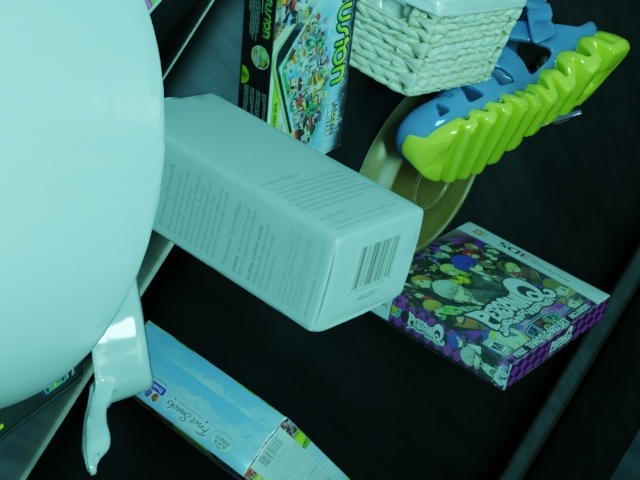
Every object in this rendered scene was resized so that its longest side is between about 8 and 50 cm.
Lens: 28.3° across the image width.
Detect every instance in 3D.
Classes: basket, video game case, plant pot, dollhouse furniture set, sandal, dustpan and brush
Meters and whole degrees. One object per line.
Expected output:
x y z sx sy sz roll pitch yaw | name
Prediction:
0.099 -0.207 1.186 0.167 0.113 0.103 -17 134 -51 | basket
0.191 0.069 1.476 0.232 0.210 0.042 -25 135 -46 | video game case
0.118 -0.073 1.417 0.236 0.032 0.236 -39 145 -34 | plant pot
0.269 -0.181 1.581 0.114 0.091 0.081 -16 90 -80 | dollhouse furniture set
0.182 -0.169 1.338 0.317 0.138 0.126 -32 164 -37 | sandal
-0.167 0.098 1.017 0.060 0.211 0.147 -9 134 -8 | dustpan and brush

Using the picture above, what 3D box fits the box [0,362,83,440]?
-0.278 0.055 0.880 0.216 0.060 0.270 -38 145 -35 | box

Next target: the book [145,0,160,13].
-0.169 -0.158 0.891 0.144 0.035 0.096 -51 153 -15 | book

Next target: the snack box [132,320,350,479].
-0.080 0.178 1.184 0.070 0.174 0.207 -53 150 -10 | snack box

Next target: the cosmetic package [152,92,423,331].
-0.049 -0.029 0.987 0.117 0.231 0.086 -18 130 -50 | cosmetic package

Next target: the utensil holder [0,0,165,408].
-0.299 -0.047 0.500 0.385 0.327 0.328 -9 123 -58 | utensil holder

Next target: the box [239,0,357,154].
-0.020 -0.159 1.117 0.114 0.036 0.207 -32 141 -41 | box
